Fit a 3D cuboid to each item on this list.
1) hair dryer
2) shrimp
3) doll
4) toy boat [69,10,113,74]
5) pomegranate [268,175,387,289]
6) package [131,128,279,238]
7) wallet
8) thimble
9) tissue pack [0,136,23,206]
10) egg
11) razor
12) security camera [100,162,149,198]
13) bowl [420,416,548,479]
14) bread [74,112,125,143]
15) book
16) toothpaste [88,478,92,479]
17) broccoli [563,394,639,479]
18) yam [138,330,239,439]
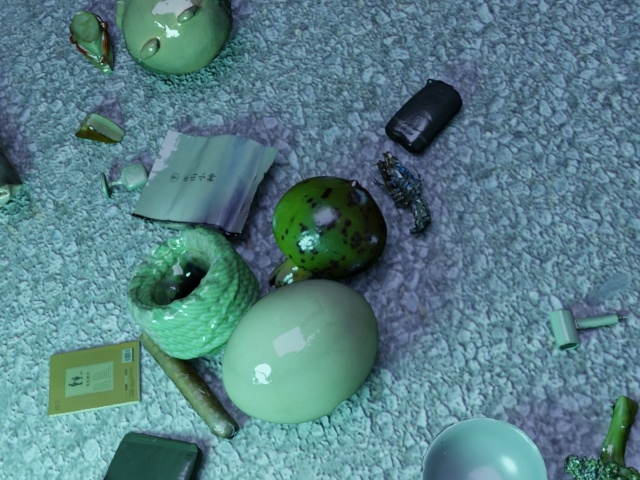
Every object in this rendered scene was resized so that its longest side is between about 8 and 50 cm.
[{"bbox_3d":[0.442,0.139,1.526,0.124,0.038,0.063,-8,64,1],"label":"hair dryer"},{"bbox_3d":[0.152,-0.084,1.696,0.082,0.076,0.174,-45,59,36],"label":"shrimp"},{"bbox_3d":[-0.321,-0.502,1.907,0.247,0.247,0.350,-21,54,2],"label":"doll"},{"bbox_3d":[-0.493,-0.439,2.006,0.089,0.071,0.185,-27,62,-3],"label":"toy boat"},{"bbox_3d":[0.000,0.000,1.623,0.202,0.202,0.248,41,109,27],"label":"pomegranate"},{"bbox_3d":[-0.220,-0.107,1.786,0.250,0.062,0.204,12,67,26],"label":"package"},{"bbox_3d":[-0.299,0.440,1.533,0.168,0.052,0.245,5,59,26],"label":"wallet"},{"bbox_3d":[-0.217,0.091,1.600,0.219,0.150,0.219,-18,42,17],"label":"thimble"},{"bbox_3d":[-0.830,-0.159,1.875,0.375,0.195,0.390,-27,61,-9],"label":"tissue pack"},{"bbox_3d":[-0.031,0.180,1.505,0.269,0.219,0.219,-41,62,-3],"label":"egg"},{"bbox_3d":[0.197,-0.236,1.755,0.090,0.054,0.148,39,78,23],"label":"razor"},{"bbox_3d":[-0.384,-0.118,1.839,0.092,0.058,0.058,-13,61,-8],"label":"security camera"},{"bbox_3d":[0.248,0.370,1.421,0.189,0.086,0.189,-4,63,9],"label":"bowl"},{"bbox_3d":[-0.457,-0.231,1.900,0.109,0.062,0.043,11,66,15],"label":"bread"},{"bbox_3d":[-0.405,0.248,1.673,0.172,0.012,0.118,-10,62,8],"label":"book"},{"bbox_3d":[-0.361,0.424,1.535,0.017,0.020,0.083,-49,46,-9],"label":"toothpaste"},{"bbox_3d":[0.444,0.322,1.398,0.122,0.118,0.204,-6,47,34],"label":"broccoli"},{"bbox_3d":[-0.229,0.245,1.616,0.046,0.046,0.264,-40,61,-9],"label":"yam"}]
